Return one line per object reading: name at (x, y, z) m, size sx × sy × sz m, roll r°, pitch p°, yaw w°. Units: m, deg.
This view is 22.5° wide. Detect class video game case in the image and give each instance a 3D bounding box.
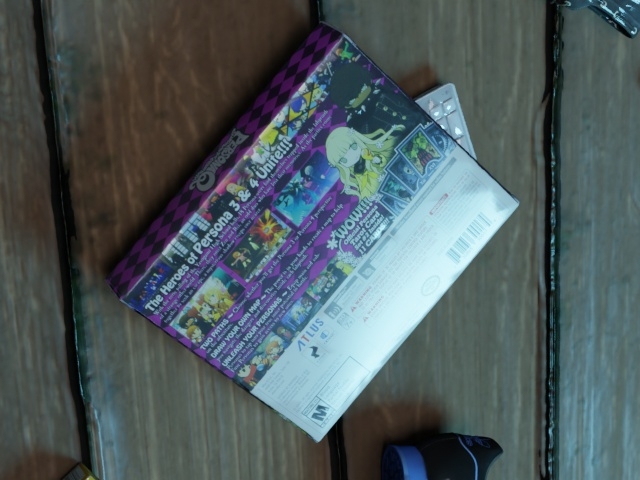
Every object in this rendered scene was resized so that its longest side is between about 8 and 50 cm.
video game case at (0.000, 0.000, 1.122) m, size 0.232 × 0.042 × 0.210 m, roll -50°, pitch 125°, yaw 1°

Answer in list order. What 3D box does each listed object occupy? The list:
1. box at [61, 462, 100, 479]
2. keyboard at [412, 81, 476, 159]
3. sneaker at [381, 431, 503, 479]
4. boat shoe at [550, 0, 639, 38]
box at (-0.156, 0.231, 1.151) m, size 0.081 × 0.028 × 0.136 m, roll -43°, pitch 122°, yaw -6°
keyboard at (-0.004, -0.025, 1.141) m, size 0.256 × 0.014 × 0.072 m, roll -29°, pitch 117°, yaw -13°
sneaker at (0.101, 0.260, 1.249) m, size 0.090 × 0.081 × 0.232 m, roll -7°, pitch 109°, yaw -15°
boat shoe at (0.186, -0.183, 1.155) m, size 0.142 × 0.049 × 0.040 m, roll 17°, pitch 100°, yaw -31°
